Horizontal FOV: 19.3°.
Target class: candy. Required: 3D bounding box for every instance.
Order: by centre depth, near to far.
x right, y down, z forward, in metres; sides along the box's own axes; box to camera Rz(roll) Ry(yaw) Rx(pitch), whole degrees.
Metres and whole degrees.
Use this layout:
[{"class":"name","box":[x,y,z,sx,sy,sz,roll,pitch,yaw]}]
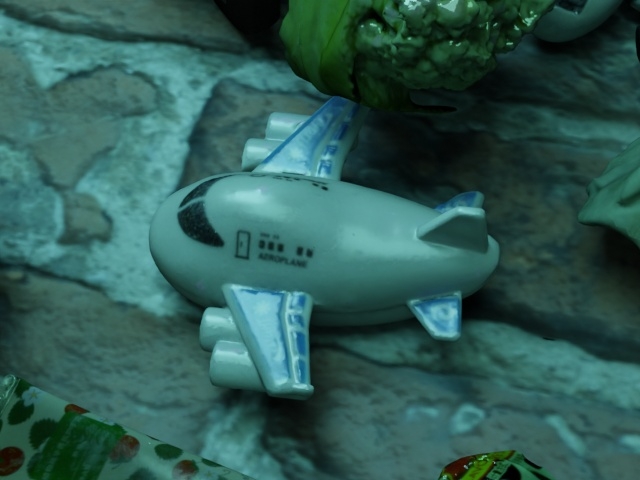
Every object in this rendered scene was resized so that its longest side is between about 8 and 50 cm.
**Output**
[{"class":"candy","box":[0.205,0.241,1.243,0.305,0.083,0.091,31,65,16]}]

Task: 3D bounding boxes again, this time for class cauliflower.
[{"class":"cauliflower","box":[0.060,-0.236,1.352,0.239,0.315,0.256,-5,37,6]}]

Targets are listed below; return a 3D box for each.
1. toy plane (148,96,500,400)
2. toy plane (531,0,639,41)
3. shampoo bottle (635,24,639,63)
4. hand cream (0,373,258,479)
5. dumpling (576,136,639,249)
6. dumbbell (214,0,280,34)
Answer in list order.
[{"class":"toy plane","box":[0.000,0.003,1.388,0.267,0.122,0.266,-5,56,8]},{"class":"toy plane","box":[0.224,-0.279,1.518,0.252,0.118,0.252,0,89,-10]},{"class":"shampoo bottle","box":[0.371,-0.172,1.470,0.246,0.080,0.079,-11,56,1]},{"class":"hand cream","box":[-0.133,0.173,1.338,0.276,0.059,0.095,16,64,22]},{"class":"dumpling","box":[0.379,-0.051,1.317,0.321,0.212,0.270,34,64,14]},{"class":"dumbbell","box":[-0.001,-0.277,1.556,0.225,0.140,0.124,-30,72,-11]}]
